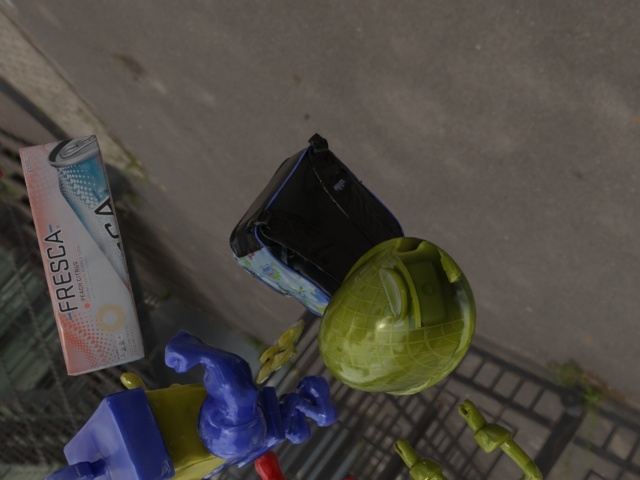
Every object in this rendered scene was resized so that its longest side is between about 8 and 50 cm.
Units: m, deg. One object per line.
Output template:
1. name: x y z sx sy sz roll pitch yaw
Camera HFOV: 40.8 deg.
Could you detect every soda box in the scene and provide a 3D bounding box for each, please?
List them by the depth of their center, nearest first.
1. soda box: -0.190 0.012 0.691 0.058 0.063 0.183 171 86 -77

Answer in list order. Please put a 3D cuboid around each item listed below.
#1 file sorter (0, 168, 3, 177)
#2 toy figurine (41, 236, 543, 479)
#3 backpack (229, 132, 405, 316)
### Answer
1. file sorter: -0.351 -0.094 0.454 0.290 0.182 0.202 49 -173 34
2. toy figurine: -0.068 0.150 0.563 0.362 0.217 0.191 -43 60 49
3. backpack: 0.000 0.000 0.644 0.114 0.105 0.084 40 153 -15
